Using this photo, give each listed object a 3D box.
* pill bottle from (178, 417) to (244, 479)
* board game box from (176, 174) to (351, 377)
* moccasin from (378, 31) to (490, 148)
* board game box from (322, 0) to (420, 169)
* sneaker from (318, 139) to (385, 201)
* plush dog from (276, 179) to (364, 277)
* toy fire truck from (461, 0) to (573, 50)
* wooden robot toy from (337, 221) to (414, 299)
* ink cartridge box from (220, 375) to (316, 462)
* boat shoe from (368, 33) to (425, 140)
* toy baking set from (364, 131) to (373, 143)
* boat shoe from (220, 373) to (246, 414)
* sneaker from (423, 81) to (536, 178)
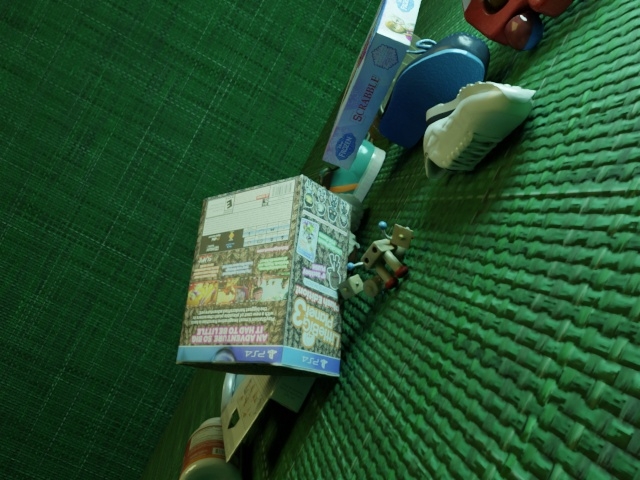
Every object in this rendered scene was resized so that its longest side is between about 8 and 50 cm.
[{"bbox_3d":[-0.212,0.442,1.104,0.121,0.121,0.216,-62,9,3],"label":"pill bottle"},{"bbox_3d":[-0.088,0.068,0.911,0.232,0.141,0.291,-8,68,37],"label":"board game box"},{"bbox_3d":[0.187,-0.277,0.967,0.117,0.138,0.342,-60,10,-14],"label":"moccasin"},{"bbox_3d":[0.111,-0.360,1.120,0.318,0.066,0.318,116,173,-51],"label":"board game box"},{"bbox_3d":[0.033,-0.105,1.318,0.302,0.121,0.108,-63,10,1],"label":"sneaker"},{"bbox_3d":[-0.045,0.007,1.163,0.225,0.211,0.262,-57,11,31],"label":"plush dog"},{"bbox_3d":[0.293,-0.404,0.754,0.302,0.169,0.254,131,145,-56],"label":"toy fire truck"},{"bbox_3d":[0.103,0.032,0.837,0.079,0.076,0.173,-20,-28,-48],"label":"wooden robot toy"},{"bbox_3d":[-0.094,0.276,1.072,0.261,0.066,0.296,-60,10,-8],"label":"ink cartridge box"},{"bbox_3d":[0.176,-0.382,1.362,0.104,0.111,0.307,-43,21,59],"label":"boat shoe"},{"bbox_3d":[0.100,-0.236,1.589,0.256,0.030,0.197,-58,11,21],"label":"toy baking set"},{"bbox_3d":[-0.165,0.311,1.314,0.267,0.088,0.096,-70,-12,-65],"label":"boat shoe"},{"bbox_3d":[0.200,-0.139,0.726,0.235,0.090,0.095,165,119,-82],"label":"sneaker"}]
